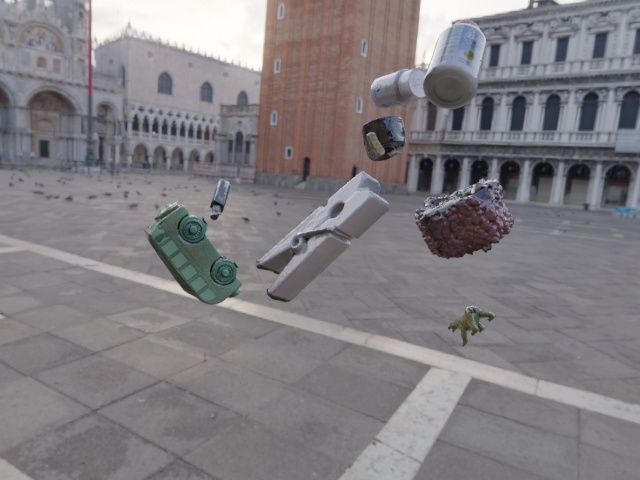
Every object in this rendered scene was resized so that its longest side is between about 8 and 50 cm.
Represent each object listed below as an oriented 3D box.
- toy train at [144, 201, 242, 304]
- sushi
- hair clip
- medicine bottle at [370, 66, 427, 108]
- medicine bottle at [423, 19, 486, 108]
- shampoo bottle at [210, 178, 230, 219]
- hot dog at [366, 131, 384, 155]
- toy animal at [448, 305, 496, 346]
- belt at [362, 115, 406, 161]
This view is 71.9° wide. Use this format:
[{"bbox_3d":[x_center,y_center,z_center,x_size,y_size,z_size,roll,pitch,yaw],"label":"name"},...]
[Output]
[{"bbox_3d":[-0.350,0.049,1.238,0.159,0.326,0.129,-38,23,-15],"label":"toy train"},{"bbox_3d":[0.418,-0.071,1.312,0.270,0.171,0.236,-20,17,33],"label":"sushi"},{"bbox_3d":[-0.003,-0.002,0.913,0.085,0.331,0.101,26,35,-35],"label":"hair clip"},{"bbox_3d":[0.353,-0.677,1.966,0.152,0.152,0.254,0,7,-31],"label":"medicine bottle"},{"bbox_3d":[0.419,-0.553,1.353,0.157,0.288,0.157,16,-30,10],"label":"medicine bottle"},{"bbox_3d":[-0.411,-0.165,1.801,0.057,0.063,0.207,25,43,-22],"label":"shampoo bottle"},{"bbox_3d":[0.190,-0.332,1.535,0.030,0.090,0.034,-28,-6,-13],"label":"hot dog"},{"bbox_3d":[0.551,0.308,1.640,0.103,0.218,0.101,-31,64,-19],"label":"toy animal"},{"bbox_3d":[0.276,-0.455,1.939,0.184,0.164,0.289,-13,-6,6],"label":"belt"}]
